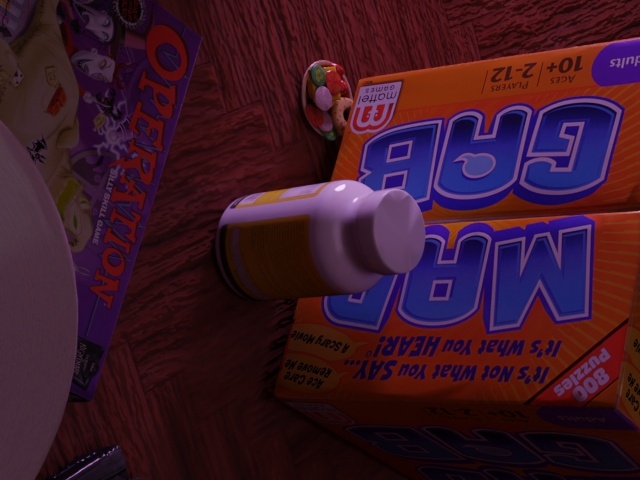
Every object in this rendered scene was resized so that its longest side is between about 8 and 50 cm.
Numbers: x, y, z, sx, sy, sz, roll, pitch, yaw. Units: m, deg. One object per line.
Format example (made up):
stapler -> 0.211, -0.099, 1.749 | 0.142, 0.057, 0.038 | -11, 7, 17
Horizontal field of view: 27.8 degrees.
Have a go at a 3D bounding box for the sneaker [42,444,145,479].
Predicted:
sneaker -> -0.188, 0.223, 1.031 | 0.170, 0.051, 0.089 | -26, 100, -51

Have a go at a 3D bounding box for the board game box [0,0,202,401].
board game box -> -0.220, -0.068, 1.037 | 0.208, 0.056, 0.347 | 37, 59, -45

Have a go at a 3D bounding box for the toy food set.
toy food set -> 0.009, -0.144, 1.329 | 0.082, 0.020, 0.083 | -16, 98, -49

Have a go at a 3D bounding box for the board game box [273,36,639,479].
board game box -> 0.234, 0.058, 1.292 | 0.356, 0.356, 0.356 | 38, 59, -43

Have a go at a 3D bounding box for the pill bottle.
pill bottle -> 0.000, 0.000, 1.175 | 0.103, 0.184, 0.103 | 8, 80, -48

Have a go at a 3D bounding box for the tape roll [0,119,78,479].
tape roll -> -0.332, 0.065, 0.817 | 0.392, 0.072, 0.392 | -7, 100, -45
